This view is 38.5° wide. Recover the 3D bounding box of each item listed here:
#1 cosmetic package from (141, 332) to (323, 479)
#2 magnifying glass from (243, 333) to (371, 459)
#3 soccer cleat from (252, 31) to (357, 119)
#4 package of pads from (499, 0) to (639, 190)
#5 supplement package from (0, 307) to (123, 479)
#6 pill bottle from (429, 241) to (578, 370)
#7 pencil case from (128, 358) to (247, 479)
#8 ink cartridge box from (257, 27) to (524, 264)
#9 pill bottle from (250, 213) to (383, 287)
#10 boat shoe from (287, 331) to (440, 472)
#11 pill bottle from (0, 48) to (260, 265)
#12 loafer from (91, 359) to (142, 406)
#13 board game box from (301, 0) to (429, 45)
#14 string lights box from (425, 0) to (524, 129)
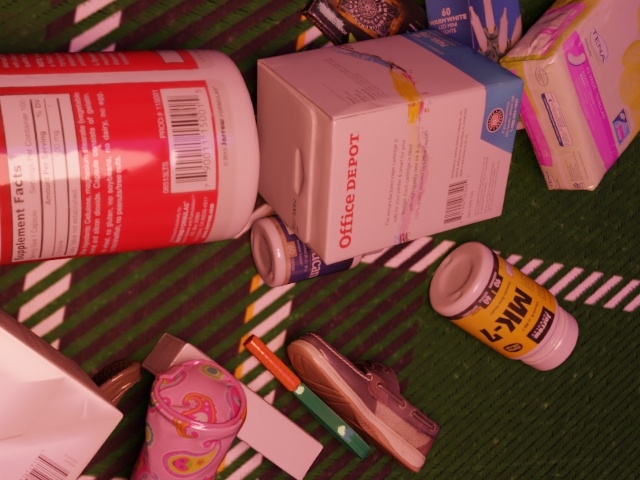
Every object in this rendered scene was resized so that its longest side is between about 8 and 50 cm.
[{"bbox_3d":[-0.113,0.215,1.190,0.239,0.099,0.060,42,78,-22],"label":"cosmetic package"},{"bbox_3d":[-0.017,0.214,1.249,0.231,0.092,0.026,44,79,-10],"label":"magnifying glass"},{"bbox_3d":[-0.021,-0.217,1.219,0.178,0.060,0.072,-28,100,-15],"label":"soccer cleat"},{"bbox_3d":[0.398,-0.250,1.343,0.296,0.101,0.229,-45,121,-31],"label":"package of pads"},{"bbox_3d":[-0.372,0.182,0.979,0.198,0.262,0.199,41,77,-22],"label":"supplement package"},{"bbox_3d":[0.272,0.101,1.346,0.208,0.119,0.119,32,81,-23],"label":"pill bottle"},{"bbox_3d":[-0.178,0.280,1.096,0.124,0.124,0.284,7,123,-25],"label":"pencil case"},{"bbox_3d":[0.079,-0.127,1.159,0.270,0.197,0.198,-15,128,-25],"label":"ink cartridge box"},{"bbox_3d":[0.000,0.000,1.227,0.169,0.094,0.094,-13,99,-23],"label":"pill bottle"},{"bbox_3d":[0.066,0.211,1.275,0.285,0.102,0.092,47,70,-24],"label":"boat shoe"},{"bbox_3d":[-0.292,-0.093,1.014,0.407,0.229,0.229,-6,97,-24],"label":"pill bottle"},{"bbox_3d":[-0.279,0.205,1.141,0.148,0.056,0.050,-37,109,-7],"label":"loafer"},{"bbox_3d":[0.077,-0.303,1.277,0.186,0.026,0.126,40,78,-22],"label":"board game box"},{"bbox_3d":[0.222,-0.280,1.298,0.133,0.076,0.260,-17,102,-44],"label":"string lights box"}]
